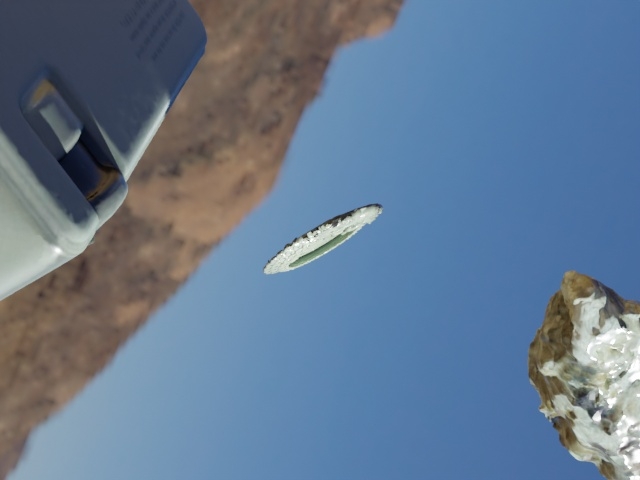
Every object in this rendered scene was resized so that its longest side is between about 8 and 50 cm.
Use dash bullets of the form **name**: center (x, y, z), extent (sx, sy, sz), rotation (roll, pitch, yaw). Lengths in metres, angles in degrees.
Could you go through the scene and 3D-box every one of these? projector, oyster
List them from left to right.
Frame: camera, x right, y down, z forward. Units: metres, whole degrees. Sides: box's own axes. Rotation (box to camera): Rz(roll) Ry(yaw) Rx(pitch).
- **projector**: center (-0.155, -0.094, 0.755), extent (0.099, 0.192, 0.256), rotation (-31, -163, 20)
- **oyster**: center (0.168, 0.076, 0.913), extent (0.125, 0.177, 0.064), rotation (-50, -153, 34)

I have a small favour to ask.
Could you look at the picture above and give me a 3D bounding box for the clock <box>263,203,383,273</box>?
- **clock**: center (0.000, 0.000, 1.093), extent (0.083, 0.010, 0.074), rotation (-36, 169, 39)
